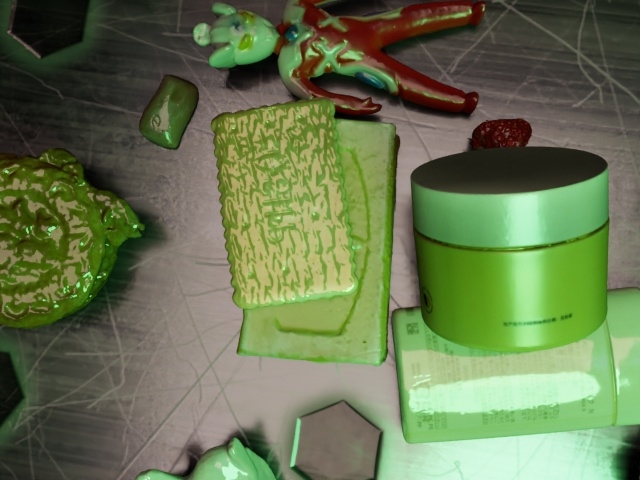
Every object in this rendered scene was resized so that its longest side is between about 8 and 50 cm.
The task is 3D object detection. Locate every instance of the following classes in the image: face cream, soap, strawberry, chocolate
[{"bbox_3d":[0.218,0.003,0.885,0.218,0.218,0.179,-6,108,4],"label":"face cream"},{"bbox_3d":[0.000,0.000,0.993,0.199,0.091,0.315,5,85,4],"label":"soap"},{"bbox_3d":[0.239,-0.133,0.999,0.083,0.073,0.073,-43,82,-14],"label":"strawberry"},{"bbox_3d":[-0.209,-0.181,1.056,0.064,0.031,0.100,27,86,2],"label":"chocolate"},{"bbox_3d":[0.269,0.154,0.957,0.348,0.081,0.173,-6,84,4],"label":"face cream"}]

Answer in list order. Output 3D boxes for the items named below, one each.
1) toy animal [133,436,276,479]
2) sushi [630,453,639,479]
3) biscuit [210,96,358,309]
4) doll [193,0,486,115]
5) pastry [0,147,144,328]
[{"bbox_3d":[-0.188,0.355,0.944,0.282,0.138,0.140,-21,71,0],"label":"toy animal"},{"bbox_3d":[0.446,0.275,0.933,0.150,0.078,0.090,-40,83,1],"label":"sushi"},{"bbox_3d":[-0.045,-0.046,0.941,0.160,0.030,0.249,-9,84,4],"label":"biscuit"},{"bbox_3d":[0.023,-0.262,1.019,0.384,0.099,0.188,3,85,2],"label":"doll"},{"bbox_3d":[-0.384,-0.006,1.013,0.240,0.132,0.235,40,80,1],"label":"pastry"}]
